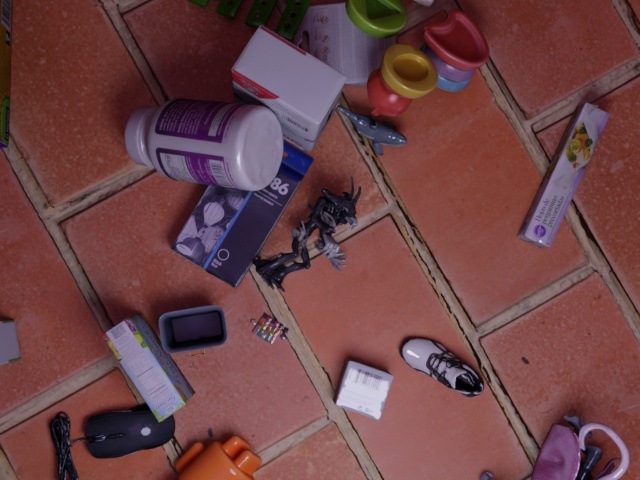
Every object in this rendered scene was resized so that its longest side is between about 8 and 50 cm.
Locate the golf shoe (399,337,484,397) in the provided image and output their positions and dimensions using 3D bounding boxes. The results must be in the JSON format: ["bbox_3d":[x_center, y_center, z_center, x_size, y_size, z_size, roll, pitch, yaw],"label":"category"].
[{"bbox_3d":[0.262,0.265,1.811,0.198,0.094,0.077,27,87,0],"label":"golf shoe"}]

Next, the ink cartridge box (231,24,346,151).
[{"bbox_3d":[-0.068,-0.298,1.737,0.197,0.273,0.114,31,82,-1],"label":"ink cartridge box"}]

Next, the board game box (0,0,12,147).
[{"bbox_3d":[-0.828,-0.385,1.659,0.356,0.356,0.357,1,87,-4],"label":"board game box"}]

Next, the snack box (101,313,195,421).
[{"bbox_3d":[-0.344,0.253,1.740,0.070,0.174,0.207,-35,88,-3],"label":"snack box"}]

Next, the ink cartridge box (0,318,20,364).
[{"bbox_3d":[-0.742,0.221,1.730,0.219,0.160,0.093,-10,87,-2],"label":"ink cartridge box"}]

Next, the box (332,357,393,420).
[{"bbox_3d":[0.088,0.311,1.802,0.101,0.087,0.102,19,87,-2],"label":"box"}]

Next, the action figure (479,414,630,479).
[{"bbox_3d":[0.467,0.558,1.729,0.248,0.275,0.370,42,72,-6],"label":"action figure"}]

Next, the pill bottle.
[{"bbox_3d":[-0.240,-0.198,1.730,0.301,0.169,0.169,10,86,28],"label":"pill bottle"}]

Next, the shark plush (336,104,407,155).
[{"bbox_3d":[0.111,-0.251,1.831,0.161,0.067,0.073,40,83,-14],"label":"shark plush"}]

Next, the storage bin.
[{"bbox_3d":[-0.259,0.189,1.790,0.135,0.091,0.098,-9,87,-2],"label":"storage bin"}]

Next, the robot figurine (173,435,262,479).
[{"bbox_3d":[-0.224,0.500,1.758,0.219,0.128,0.158,-44,97,-5],"label":"robot figurine"}]

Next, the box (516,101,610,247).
[{"bbox_3d":[0.526,-0.141,1.859,0.063,0.067,0.324,26,87,0],"label":"box"}]

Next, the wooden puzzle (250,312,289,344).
[{"bbox_3d":[-0.112,0.190,1.839,0.083,0.006,0.049,34,86,-1],"label":"wooden puzzle"}]

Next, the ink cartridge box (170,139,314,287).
[{"bbox_3d":[-0.163,-0.080,1.824,0.165,0.065,0.333,30,85,0],"label":"ink cartridge box"}]

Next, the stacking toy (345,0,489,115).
[{"bbox_3d":[0.178,-0.405,1.801,0.308,0.130,0.280,-26,75,-36],"label":"stacking toy"}]

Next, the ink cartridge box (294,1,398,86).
[{"bbox_3d":[0.056,-0.426,1.870,0.224,0.056,0.181,-3,87,16],"label":"ink cartridge box"}]

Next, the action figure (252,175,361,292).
[{"bbox_3d":[0.000,0.000,1.783,0.275,0.164,0.141,-42,64,4],"label":"action figure"}]

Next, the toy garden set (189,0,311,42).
[{"bbox_3d":[-0.132,-0.557,1.859,0.244,0.049,0.204,23,82,4],"label":"toy garden set"}]

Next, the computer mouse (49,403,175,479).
[{"bbox_3d":[-0.431,0.441,1.783,0.261,0.060,0.184,-5,86,-3],"label":"computer mouse"}]
